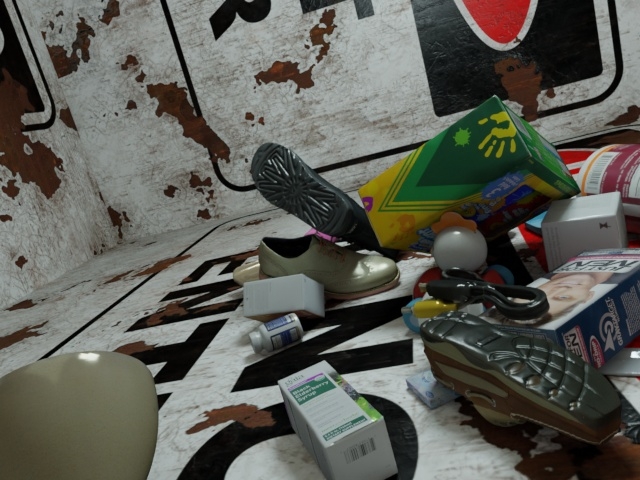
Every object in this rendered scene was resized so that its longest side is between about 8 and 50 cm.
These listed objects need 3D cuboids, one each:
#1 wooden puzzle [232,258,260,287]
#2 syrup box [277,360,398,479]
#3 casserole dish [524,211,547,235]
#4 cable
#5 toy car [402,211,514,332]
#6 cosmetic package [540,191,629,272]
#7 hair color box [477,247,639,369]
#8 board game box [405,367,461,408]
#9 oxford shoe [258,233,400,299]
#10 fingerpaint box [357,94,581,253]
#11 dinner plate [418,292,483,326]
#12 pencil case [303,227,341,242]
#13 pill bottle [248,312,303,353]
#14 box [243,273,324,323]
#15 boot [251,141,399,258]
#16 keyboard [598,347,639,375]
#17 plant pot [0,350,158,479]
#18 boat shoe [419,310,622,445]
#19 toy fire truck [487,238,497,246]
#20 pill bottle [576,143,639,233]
[{"bbox_3d":[-0.075,0.113,1.677,0.322,0.080,0.348,-21,19,-20],"label":"wooden puzzle"},{"bbox_3d":[0.017,0.282,0.840,0.093,0.096,0.237,-20,15,-17],"label":"syrup box"},{"bbox_3d":[0.665,-0.050,1.572,0.114,0.037,0.188,-15,14,1],"label":"casserole dish"},{"bbox_3d":[0.284,0.104,0.956,0.139,0.072,0.287,-28,19,-35],"label":"cable"},{"bbox_3d":[0.286,0.049,1.168,0.210,0.237,0.219,-4,17,39],"label":"toy car"},{"bbox_3d":[0.602,-0.007,1.222,0.151,0.151,0.184,-7,15,34],"label":"cosmetic package"},{"bbox_3d":[0.454,0.120,0.947,0.347,0.105,0.174,-24,8,-29],"label":"hair color box"},{"bbox_3d":[0.206,0.247,0.929,0.090,0.020,0.090,-18,14,-13],"label":"board game box"},{"bbox_3d":[0.019,0.062,1.468,0.397,0.146,0.140,1,38,5],"label":"oxford shoe"},{"bbox_3d":[0.373,-0.115,1.302,0.371,0.163,0.445,-33,-24,29],"label":"fingerpaint box"},{"bbox_3d":[0.252,0.145,1.064,0.141,0.141,0.017,-3,-17,42],"label":"dinner plate"},{"bbox_3d":[0.000,0.000,1.699,0.095,0.098,0.209,-54,-3,31],"label":"pencil case"},{"bbox_3d":[-0.106,0.222,1.276,0.120,0.067,0.067,-19,14,-16],"label":"pill bottle"},{"bbox_3d":[-0.092,0.153,1.375,0.171,0.091,0.130,-10,-21,23],"label":"box"},{"bbox_3d":[0.038,-0.104,1.589,0.146,0.367,0.445,-52,-27,14],"label":"boot"},{"bbox_3d":[0.549,0.187,0.814,0.256,0.014,0.072,-7,21,33],"label":"keyboard"},{"bbox_3d":[-0.368,0.332,0.809,0.284,0.284,0.191,-20,51,-18],"label":"plant pot"},{"bbox_3d":[0.279,0.209,0.800,0.123,0.119,0.324,-15,20,-26],"label":"boat shoe"},{"bbox_3d":[0.529,-0.079,1.667,0.246,0.158,0.217,-31,17,-17],"label":"toy fire truck"},{"bbox_3d":[0.817,-0.112,1.255,0.224,0.224,0.392,-18,14,-10],"label":"pill bottle"}]
